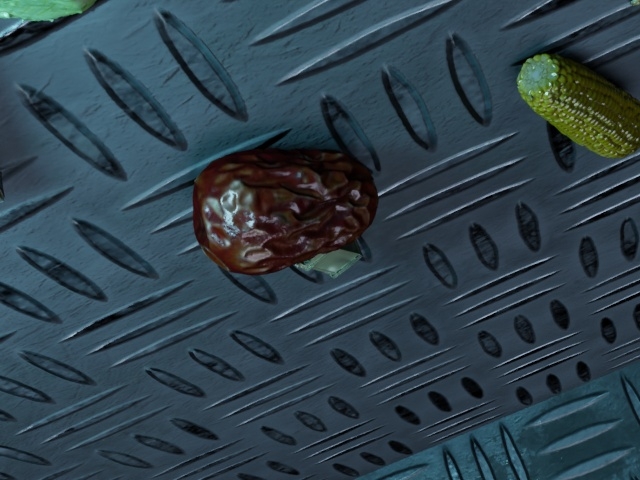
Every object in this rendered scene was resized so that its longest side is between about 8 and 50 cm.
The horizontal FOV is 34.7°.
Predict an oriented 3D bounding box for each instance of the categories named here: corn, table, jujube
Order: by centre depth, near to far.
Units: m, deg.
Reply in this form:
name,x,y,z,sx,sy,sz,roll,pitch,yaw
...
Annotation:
name,x,y,z,sx,sy,sz,roll,pitch,yaw
jujube,-0.044,-0.041,1.244,0.230,0.155,0.155,-16,154,-27
corn,0.341,-0.172,1.320,0.091,0.091,0.260,-40,146,29
table,0.000,0.000,1.419,0.062,0.079,0.083,-38,146,29

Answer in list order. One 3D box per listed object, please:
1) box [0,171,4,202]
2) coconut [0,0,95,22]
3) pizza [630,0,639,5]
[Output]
name,x,y,z,sx,sy,sz,roll,pitch,yaw
box,-0.423,-0.113,0.950,0.180,0.047,0.325,-15,154,-10
coconut,-0.211,-0.255,0.663,0.204,0.236,0.236,-46,168,-32
pizza,0.400,-0.294,1.197,0.083,0.025,0.078,7,141,-43
